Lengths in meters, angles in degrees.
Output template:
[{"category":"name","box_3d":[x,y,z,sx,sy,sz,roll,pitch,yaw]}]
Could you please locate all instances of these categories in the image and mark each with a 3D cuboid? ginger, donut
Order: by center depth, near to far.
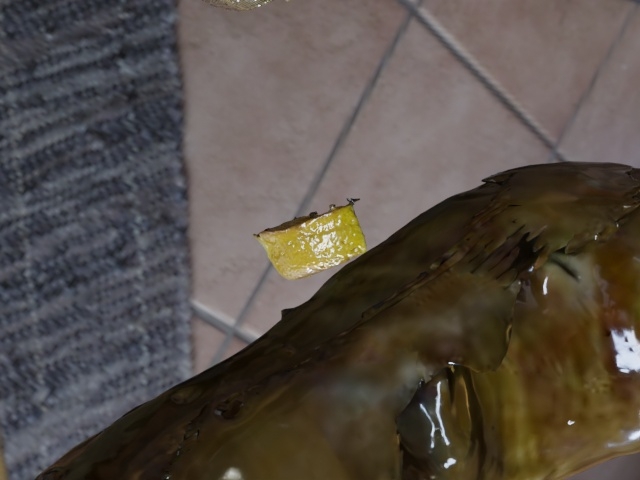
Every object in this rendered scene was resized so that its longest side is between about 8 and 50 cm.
[{"category":"ginger","box_3d":[0.010,0.062,0.419,0.309,0.133,0.107,-28,97,-25]},{"category":"donut","box_3d":[0.000,0.000,0.873,0.067,0.083,0.038,-19,91,-59]}]

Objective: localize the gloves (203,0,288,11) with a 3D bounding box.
[{"category":"gloves","box_3d":[-0.130,-0.251,1.068,0.154,0.141,0.331,-34,160,24]}]
